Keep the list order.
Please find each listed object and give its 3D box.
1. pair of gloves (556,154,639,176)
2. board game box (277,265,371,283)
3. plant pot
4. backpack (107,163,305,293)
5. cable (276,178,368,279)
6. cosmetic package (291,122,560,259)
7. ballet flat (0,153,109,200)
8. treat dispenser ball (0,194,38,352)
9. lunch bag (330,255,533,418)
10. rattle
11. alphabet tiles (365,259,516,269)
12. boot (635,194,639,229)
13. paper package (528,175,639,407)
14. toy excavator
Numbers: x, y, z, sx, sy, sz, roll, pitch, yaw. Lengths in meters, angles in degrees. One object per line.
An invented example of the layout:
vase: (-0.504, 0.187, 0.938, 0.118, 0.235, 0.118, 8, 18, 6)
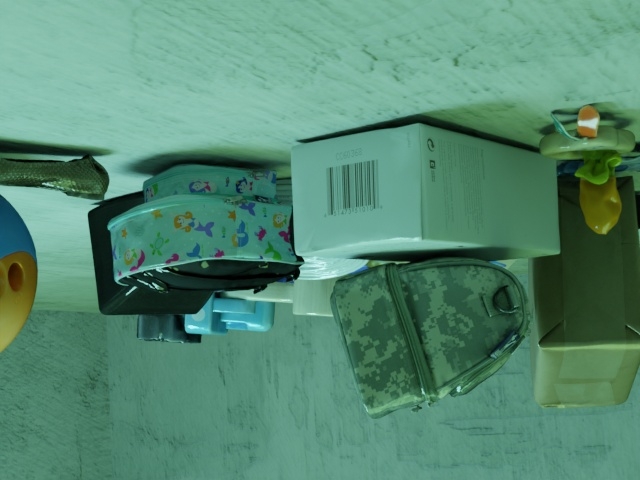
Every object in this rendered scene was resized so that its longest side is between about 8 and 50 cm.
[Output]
pair of gloves: (0.453, -0.120, 1.704, 0.159, 0.023, 0.198, -3, 177, -16)
board game box: (0.047, 0.058, 2.464, 0.232, 0.141, 0.291, -7, 172, 22)
plant pot: (-0.257, 0.011, 1.852, 0.187, 0.188, 0.167, 2, 160, -35)
backpack: (-0.175, -0.010, 1.619, 0.254, 0.191, 0.225, -7, 174, -37)
cable: (-0.033, -0.016, 1.851, 0.257, 0.089, 0.257, -13, 153, 37)
cosmetic package: (0.157, -0.053, 1.565, 0.217, 0.156, 0.385, -7, 171, 39)
ballet flat: (-0.380, -0.097, 1.425, 0.250, 0.058, 0.084, 9, -172, -38)
treat dispenser ball: (-0.528, 0.046, 1.512, 0.288, 0.288, 0.288, -3, 173, 0)
lunch bag: (0.168, 0.122, 1.606, 0.256, 0.212, 0.305, -20, 173, 6)
rattle: (0.345, -0.090, 1.461, 0.130, 0.142, 0.200, 14, -178, 8)
alphabet tiles: (0.169, -0.002, 1.941, 0.343, 0.011, 0.285, 16, 152, -7)
boot: (0.497, -0.031, 2.175, 0.263, 0.091, 0.229, -2, 174, -12)
paper package: (0.434, 0.090, 1.871, 0.168, 0.309, 0.325, -2, 156, 9)
toy excavator: (-0.136, 0.095, 2.194, 0.445, 0.222, 0.433, 2, 175, 3)
